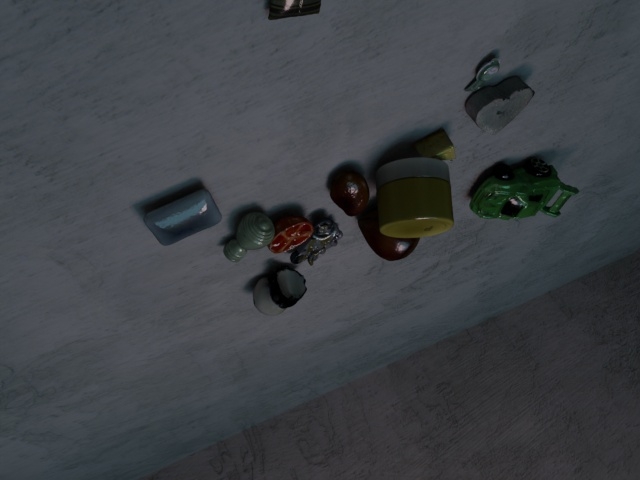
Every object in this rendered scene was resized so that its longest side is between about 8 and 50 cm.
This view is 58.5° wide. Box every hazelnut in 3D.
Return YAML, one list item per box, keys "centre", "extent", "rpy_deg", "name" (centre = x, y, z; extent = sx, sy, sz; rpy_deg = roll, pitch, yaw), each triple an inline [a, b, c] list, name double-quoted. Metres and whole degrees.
- centre: [0.221, -0.035, 1.868]
  extent: [0.208, 0.208, 0.208]
  rpy_deg: [-20, 151, -12]
  name: "hazelnut"

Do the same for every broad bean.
- centre: [0.085, -0.141, 1.661]
  extent: [0.114, 0.084, 0.165]
  rpy_deg: [-28, 146, 7]
  name: "broad bean"

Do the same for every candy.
- centre: [-0.345, -0.058, 1.446]
  extent: [0.174, 0.071, 0.138]
  rpy_deg: [-25, 151, -6]
  name: "candy"

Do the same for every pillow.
- centre: [-0.034, -0.489, 1.027]
  extent: [0.113, 0.038, 0.203]
  rpy_deg: [-16, 151, -20]
  name: "pillow"

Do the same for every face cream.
- centre: [0.274, -0.119, 1.674]
  extent: [0.218, 0.179, 0.218]
  rpy_deg: [-2, 166, -1]
  name: "face cream"

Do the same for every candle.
- centre: [0.505, -0.377, 1.637]
  extent: [0.192, 0.068, 0.168]
  rpy_deg: [-21, 151, -12]
  name: "candle"

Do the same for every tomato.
- centre: [-0.100, -0.031, 1.699]
  extent: [0.156, 0.069, 0.155]
  rpy_deg: [-26, 158, -12]
  name: "tomato"

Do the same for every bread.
- centre: [0.336, -0.259, 1.675]
  extent: [0.109, 0.084, 0.080]
  rpy_deg: [-28, 150, 1]
  name: "bread"

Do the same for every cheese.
- centre: [0.436, -0.439, 1.520]
  extent: [0.067, 0.026, 0.120]
  rpy_deg: [-11, 156, -27]
  name: "cheese"

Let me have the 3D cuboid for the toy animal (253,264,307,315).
- centre: [-0.153, 0.171, 1.942]
  extent: [0.179, 0.138, 0.166]
  rpy_deg: [-33, 132, 27]
  name: "toy animal"

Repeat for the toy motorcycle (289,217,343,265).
- centre: [0.000, 0.000, 1.836]
  extent: [0.152, 0.073, 0.225]
  rpy_deg: [-6, 145, -39]
  name: "toy motorcycle"

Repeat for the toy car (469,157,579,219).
- centre: [0.724, -0.165, 2.065]
  extent: [0.359, 0.176, 0.213]
  rpy_deg: [-11, 147, -26]
  name: "toy car"

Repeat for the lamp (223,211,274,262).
- centre: [-0.208, -0.007, 1.630]
  extent: [0.106, 0.106, 0.193]
  rpy_deg: [3, 149, -43]
  name: "lamp"
